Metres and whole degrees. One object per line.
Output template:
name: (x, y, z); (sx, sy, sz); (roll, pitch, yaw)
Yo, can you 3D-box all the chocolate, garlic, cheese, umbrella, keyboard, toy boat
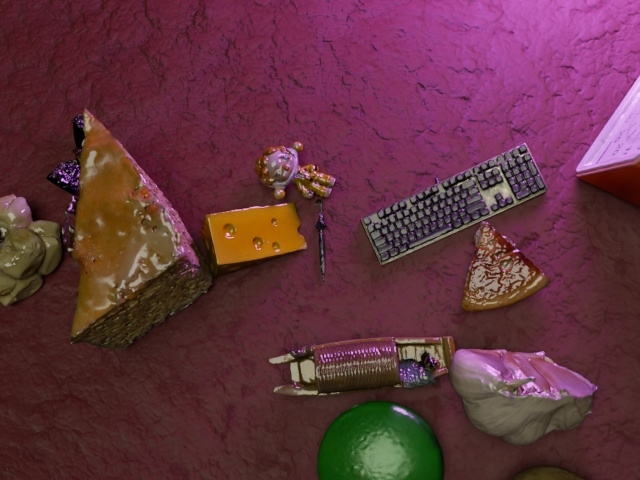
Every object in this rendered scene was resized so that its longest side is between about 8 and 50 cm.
chocolate: (-0.454, -0.162, 1.469); (0.072, 0.070, 0.147); (24, 86, -16)
garlic: (0.306, 0.251, 1.225); (0.229, 0.178, 0.143); (18, 99, -4)
cheese: (-0.115, -0.006, 1.388); (0.171, 0.126, 0.093); (-15, 80, -14)
umbrella: (0.003, -0.001, 1.389); (0.022, 0.022, 0.149); (-18, 75, 49)
keyboard: (0.227, -0.066, 1.359); (0.317, 0.027, 0.106); (-25, 78, 5)
toy boat: (0.070, 0.207, 1.295); (0.310, 0.115, 0.089); (-6, 80, 8)

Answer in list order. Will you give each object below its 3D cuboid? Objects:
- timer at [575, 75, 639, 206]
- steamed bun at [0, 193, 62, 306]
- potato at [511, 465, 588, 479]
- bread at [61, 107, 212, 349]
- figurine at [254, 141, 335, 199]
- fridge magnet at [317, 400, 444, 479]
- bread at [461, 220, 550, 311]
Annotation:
timer: (0.546, -0.188, 1.211); (0.161, 0.250, 0.257); (35, 88, 13)
steamed bun: (-0.574, 0.010, 1.438); (0.192, 0.106, 0.178); (-32, 79, 1)
potato: (0.394, 0.466, 1.190); (0.296, 0.141, 0.192); (29, 89, 10)
bread: (-0.363, 0.003, 1.337); (0.279, 0.248, 0.315); (-44, 73, -1)
figurine: (-0.045, -0.123, 1.398); (0.143, 0.068, 0.102); (-3, 84, -3)
fridge magnet: (0.097, 0.367, 1.279); (0.208, 0.088, 0.208); (-2, 80, 10)
bread: (0.315, 0.054, 1.312); (0.135, 0.054, 0.154); (11, 88, 12)
